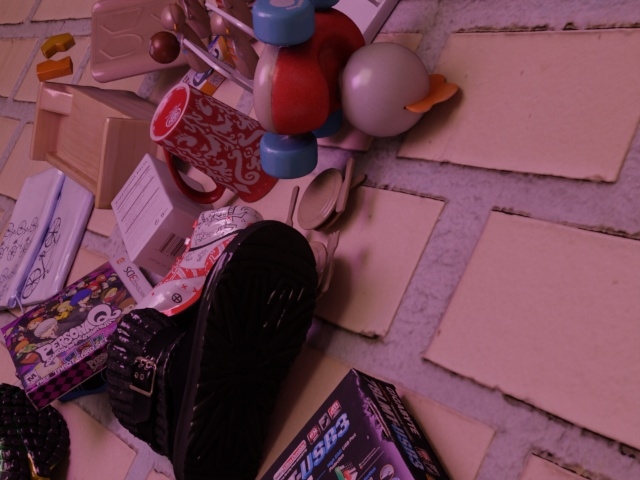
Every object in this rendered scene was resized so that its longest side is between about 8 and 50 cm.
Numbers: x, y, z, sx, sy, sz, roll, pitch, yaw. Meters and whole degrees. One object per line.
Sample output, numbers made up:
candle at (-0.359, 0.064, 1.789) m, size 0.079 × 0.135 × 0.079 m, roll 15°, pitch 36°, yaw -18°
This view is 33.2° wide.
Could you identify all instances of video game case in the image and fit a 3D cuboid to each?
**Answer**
video game case at (-0.351, 0.127, 1.597) m, size 0.232 × 0.042 × 0.210 m, roll -33°, pitch 33°, yaw -10°

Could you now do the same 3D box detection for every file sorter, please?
file sorter at (-0.040, -0.328, 1.499) m, size 0.278 × 0.173 × 0.193 m, roll -56°, pitch 32°, yaw 8°

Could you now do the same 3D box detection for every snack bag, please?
snack bag at (-0.533, -0.014, 2.056) m, size 0.342 × 0.037 × 0.323 m, roll -10°, pitch 57°, yaw 50°

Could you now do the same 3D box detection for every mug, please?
mug at (-0.152, -0.124, 1.498) m, size 0.150 × 0.169 × 0.113 m, roll -59°, pitch 33°, yaw 1°

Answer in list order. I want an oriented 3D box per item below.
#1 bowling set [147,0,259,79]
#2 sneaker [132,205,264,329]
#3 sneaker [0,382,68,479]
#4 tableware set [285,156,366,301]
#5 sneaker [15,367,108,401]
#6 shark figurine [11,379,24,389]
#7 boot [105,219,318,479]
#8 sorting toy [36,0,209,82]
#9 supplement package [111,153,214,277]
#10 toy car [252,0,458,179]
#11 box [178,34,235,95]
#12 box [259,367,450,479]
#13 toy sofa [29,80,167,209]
bowling set at (-0.207, -0.360, 1.711) m, size 0.199 × 0.154 × 0.287 m, roll -21°, pitch 44°, yaw 10°
sneaker at (-0.174, 0.054, 1.470) m, size 0.270 × 0.090 × 0.145 m, roll -32°, pitch 39°, yaw 35°
sneaker at (-0.467, 0.353, 1.587) m, size 0.146 × 0.134 × 0.344 m, roll -44°, pitch 34°, yaw 24°
tableware set at (0.000, 0.000, 1.319) m, size 0.128 × 0.039 × 0.194 m, roll -23°, pitch 46°, yaw 48°
sneaker at (-0.379, 0.189, 1.639) m, size 0.232 × 0.090 × 0.081 m, roll -29°, pitch 44°, yaw 40°
shark figurine at (-0.565, 0.327, 1.789) m, size 0.278 × 0.116 × 0.166 m, roll -26°, pitch 12°, yaw 30°
boot at (-0.147, 0.116, 1.302) m, size 0.260 × 0.131 × 0.348 m, roll 30°, pitch 102°, yaw 57°
sorting toy at (-0.354, -0.363, 1.935) m, size 0.307 × 0.041 × 0.229 m, roll -13°, pitch 46°, yaw 0°
supplement package at (-0.226, -0.030, 1.586) m, size 0.105 × 0.105 × 0.179 m, roll -52°, pitch 33°, yaw 14°
toy car at (0.054, -0.197, 1.307) m, size 0.237 × 0.219 × 0.210 m, roll 10°, pitch 35°, yaw 15°
box at (-0.193, -0.276, 1.801) m, size 0.136 × 0.028 × 0.081 m, roll -46°, pitch 36°, yaw 17°
box at (0.014, 0.323, 1.022) m, size 0.295 × 0.073 × 0.293 m, roll -52°, pitch 33°, yaw 14°
toy sofa at (-0.353, -0.164, 1.831) m, size 0.362 × 0.177 × 0.150 m, roll 28°, pitch 112°, yaw 53°
